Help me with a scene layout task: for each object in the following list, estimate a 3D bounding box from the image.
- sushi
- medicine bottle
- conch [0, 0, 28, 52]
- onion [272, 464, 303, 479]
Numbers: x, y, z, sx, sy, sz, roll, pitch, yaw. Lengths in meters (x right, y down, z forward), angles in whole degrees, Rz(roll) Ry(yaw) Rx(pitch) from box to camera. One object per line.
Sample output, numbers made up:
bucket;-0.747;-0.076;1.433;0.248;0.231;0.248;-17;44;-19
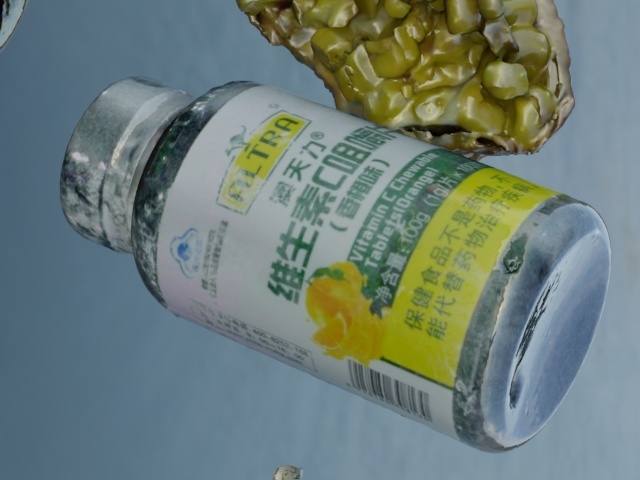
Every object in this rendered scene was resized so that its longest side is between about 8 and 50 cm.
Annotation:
sushi;0.038;-0.158;1.065;0.179;0.167;0.296;22;43;-55
medicine bottle;0.000;0.000;0.998;0.141;0.293;0.141;-42;144;-42
conch;-0.238;-0.163;0.997;0.124;0.181;0.187;145;-66;-70
onion;-0.032;0.170;0.851;0.140;0.150;0.150;-57;147;-26
